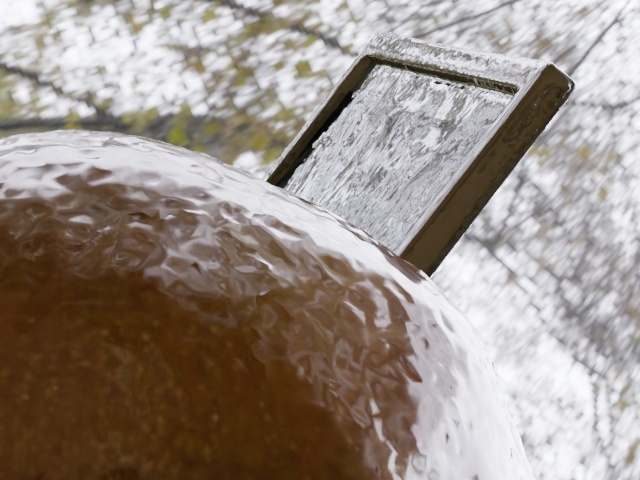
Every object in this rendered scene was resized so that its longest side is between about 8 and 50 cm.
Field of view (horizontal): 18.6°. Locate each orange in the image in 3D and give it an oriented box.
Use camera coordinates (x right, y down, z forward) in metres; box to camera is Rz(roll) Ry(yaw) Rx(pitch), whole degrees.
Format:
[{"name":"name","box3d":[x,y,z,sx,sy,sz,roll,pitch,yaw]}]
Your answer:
[{"name":"orange","box3d":[-0.069,0.097,0.539,0.264,0.264,0.264,5,-74,18]}]

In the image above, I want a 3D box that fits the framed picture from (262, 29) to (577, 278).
[{"name":"framed picture","box3d":[0.000,0.000,0.933,0.024,0.315,0.232,38,-91,-13]}]
